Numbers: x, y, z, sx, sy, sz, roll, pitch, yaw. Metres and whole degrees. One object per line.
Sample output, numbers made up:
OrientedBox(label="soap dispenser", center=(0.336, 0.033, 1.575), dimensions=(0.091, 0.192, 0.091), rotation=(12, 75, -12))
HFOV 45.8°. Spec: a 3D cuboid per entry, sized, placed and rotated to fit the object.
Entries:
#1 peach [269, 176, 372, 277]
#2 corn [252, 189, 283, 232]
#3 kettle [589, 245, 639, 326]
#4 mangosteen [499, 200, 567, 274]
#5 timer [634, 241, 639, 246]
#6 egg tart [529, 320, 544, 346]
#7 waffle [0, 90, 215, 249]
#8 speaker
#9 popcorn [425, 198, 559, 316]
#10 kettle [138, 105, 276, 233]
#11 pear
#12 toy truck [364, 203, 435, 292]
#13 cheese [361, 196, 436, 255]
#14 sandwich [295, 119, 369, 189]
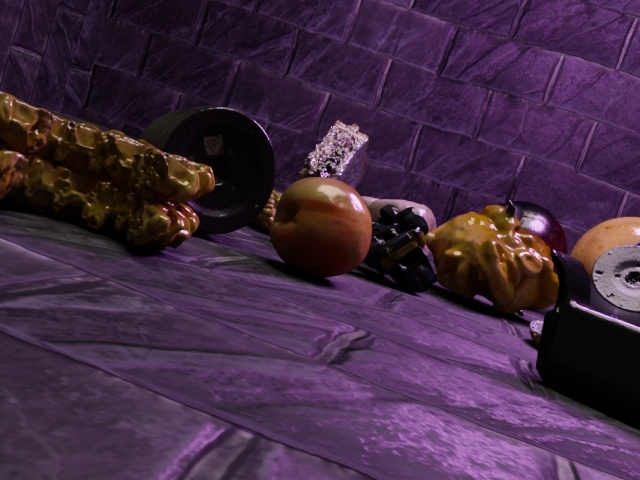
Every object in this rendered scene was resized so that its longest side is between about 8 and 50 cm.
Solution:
OrientedBox(label="peach", center=(0.005, -0.020, 1.338), dimensions=(0.184, 0.184, 0.184), rotation=(19, 6, -2))
OrientedBox(label="corn", center=(-0.135, -0.082, 1.844), dimensions=(0.101, 0.101, 0.310), rotation=(17, 8, -22))
OrientedBox(label="kettle", center=(0.643, 0.164, 1.557), dimensions=(0.236, 0.161, 0.221), rotation=(78, -13, -51))
OrientedBox(label="mangosteen", center=(0.562, 0.045, 2.156), dimensions=(0.300, 0.300, 0.300), rotation=(19, 6, -2))
OrientedBox(label="timer", center=(0.849, 0.187, 1.782), dimensions=(0.383, 0.270, 0.270), rotation=(48, 12, 10))
OrientedBox(label="egg tart", center=(0.516, 0.190, 1.443), dimensions=(0.234, 0.094, 0.234), rotation=(19, 8, -3))
OrientedBox(label="waffle", center=(-0.322, -0.093, 1.078), dimensions=(0.324, 0.151, 0.261), rotation=(22, 1, -7))
OrientedBox(label="speaker", center=(0.488, 0.170, 1.068), dimensions=(0.388, 0.184, 0.180), rotation=(24, 7, 33))
OrientedBox(label="popcorn", center=(0.405, 0.034, 1.784), dimensions=(0.316, 0.281, 0.297), rotation=(3, 30, -26))
OrientedBox(label="kettle", center=(-0.289, -0.134, 1.449), dimensions=(0.321, 0.228, 0.324), rotation=(-19, 18, -24))
OrientedBox(label="pear", center=(0.840, 0.106, 2.079), dimensions=(0.348, 0.348, 0.348), rotation=(19, 6, -2))
OrientedBox(label="toy truck", center=(0.159, 0.026, 1.651), dimensions=(0.165, 0.147, 0.224), rotation=(59, -10, -14))
OrientedBox(label="cheese", center=(0.167, -0.019, 1.871), dimensions=(0.251, 0.173, 0.248), rotation=(20, -3, 1))
OrientedBox(label="sandwich", center=(0.021, -0.176, 2.338), dimensions=(0.131, 0.325, 0.262), rotation=(30, -26, 13))
